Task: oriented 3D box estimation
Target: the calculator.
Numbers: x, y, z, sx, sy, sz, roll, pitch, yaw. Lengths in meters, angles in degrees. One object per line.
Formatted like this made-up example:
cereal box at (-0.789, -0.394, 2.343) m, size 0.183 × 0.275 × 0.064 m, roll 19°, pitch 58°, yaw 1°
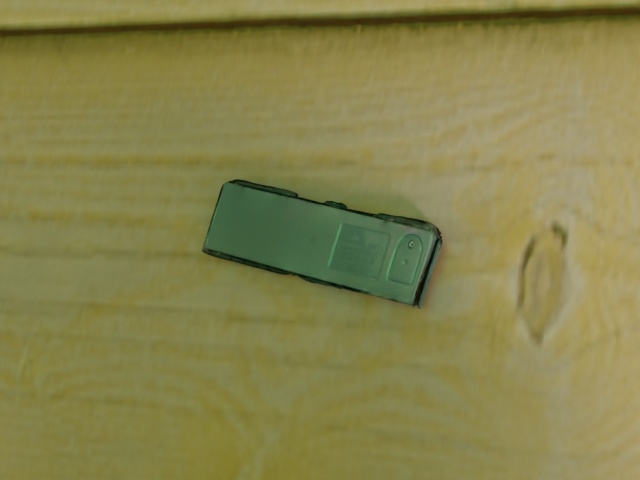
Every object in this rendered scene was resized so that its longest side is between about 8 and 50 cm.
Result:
calculator at (0.000, 0.000, 1.061) m, size 0.172 × 0.018 × 0.057 m, roll 13°, pitch 79°, yaw 31°
